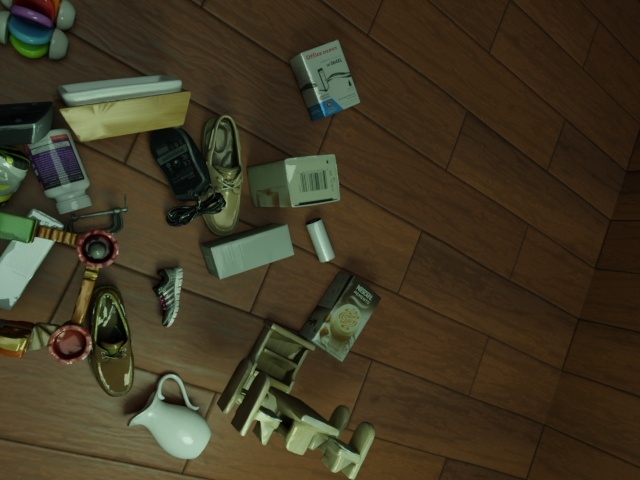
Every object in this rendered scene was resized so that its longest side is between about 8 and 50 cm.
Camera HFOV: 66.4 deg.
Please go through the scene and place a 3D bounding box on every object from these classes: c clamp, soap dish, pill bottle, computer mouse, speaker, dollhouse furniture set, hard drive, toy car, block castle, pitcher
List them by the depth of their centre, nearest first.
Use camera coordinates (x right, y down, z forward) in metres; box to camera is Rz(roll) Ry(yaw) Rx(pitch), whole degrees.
[{"bbox_3d":[-0.683,0.075,1.000,0.454,0.213,0.302,16,85,-25],"label":"block castle"},{"bbox_3d":[-0.688,-0.259,1.080,0.172,0.254,0.054,-9,118,-17],"label":"hard drive"},{"bbox_3d":[-0.668,-0.523,1.140,0.159,0.136,0.181,14,87,-28],"label":"toy car"},{"bbox_3d":[-0.635,-0.166,1.196,0.108,0.108,0.193,-22,103,-25],"label":"pill bottle"},{"bbox_3d":[-0.488,-0.331,1.207,0.291,0.229,0.118,-17,117,-25],"label":"soap dish"},{"bbox_3d":[-0.569,-0.055,1.246,0.161,0.137,0.022,-17,57,-24],"label":"c clamp"},{"bbox_3d":[-0.373,-0.186,1.335,0.189,0.072,0.272,-18,97,16],"label":"computer mouse"},{"bbox_3d":[-0.075,0.408,1.363,0.362,0.394,0.256,33,78,-25],"label":"dollhouse furniture set"},{"bbox_3d":[-0.399,0.492,1.365,0.207,0.125,0.177,39,60,-13],"label":"pitcher"},{"bbox_3d":[0.000,0.000,1.566,0.055,0.055,0.136,-27,104,-24],"label":"speaker"}]

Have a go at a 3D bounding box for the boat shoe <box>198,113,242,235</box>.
[{"bbox_3d":[-0.280,-0.182,1.378,0.122,0.110,0.340,-6,96,-27],"label":"boat shoe"}]

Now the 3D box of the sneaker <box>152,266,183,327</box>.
[{"bbox_3d":[-0.430,0.154,1.350,0.075,0.063,0.170,10,84,-28],"label":"sneaker"}]

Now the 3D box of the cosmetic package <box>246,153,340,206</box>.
[{"bbox_3d":[-0.084,-0.163,1.377,0.153,0.296,0.129,-11,99,-25],"label":"cosmetic package"}]

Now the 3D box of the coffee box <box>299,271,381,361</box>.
[{"bbox_3d":[0.065,0.244,1.591,0.141,0.098,0.246,39,76,-24],"label":"coffee box"}]

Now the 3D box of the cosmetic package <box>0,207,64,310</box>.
[{"bbox_3d":[-0.711,0.041,1.167,0.086,0.117,0.231,34,77,-24],"label":"cosmetic package"}]

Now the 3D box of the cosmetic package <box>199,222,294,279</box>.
[{"bbox_3d":[-0.211,0.026,1.420,0.238,0.127,0.107,-21,103,-26],"label":"cosmetic package"}]

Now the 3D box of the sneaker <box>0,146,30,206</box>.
[{"bbox_3d":[-0.864,-0.189,1.062,0.385,0.145,0.147,22,101,-19],"label":"sneaker"}]

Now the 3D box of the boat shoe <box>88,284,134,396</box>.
[{"bbox_3d":[-0.549,0.271,1.270,0.111,0.104,0.307,-13,99,-26],"label":"boat shoe"}]

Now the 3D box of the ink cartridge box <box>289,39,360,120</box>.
[{"bbox_3d":[0.014,-0.498,1.524,0.148,0.086,0.203,-29,107,-23],"label":"ink cartridge box"}]
